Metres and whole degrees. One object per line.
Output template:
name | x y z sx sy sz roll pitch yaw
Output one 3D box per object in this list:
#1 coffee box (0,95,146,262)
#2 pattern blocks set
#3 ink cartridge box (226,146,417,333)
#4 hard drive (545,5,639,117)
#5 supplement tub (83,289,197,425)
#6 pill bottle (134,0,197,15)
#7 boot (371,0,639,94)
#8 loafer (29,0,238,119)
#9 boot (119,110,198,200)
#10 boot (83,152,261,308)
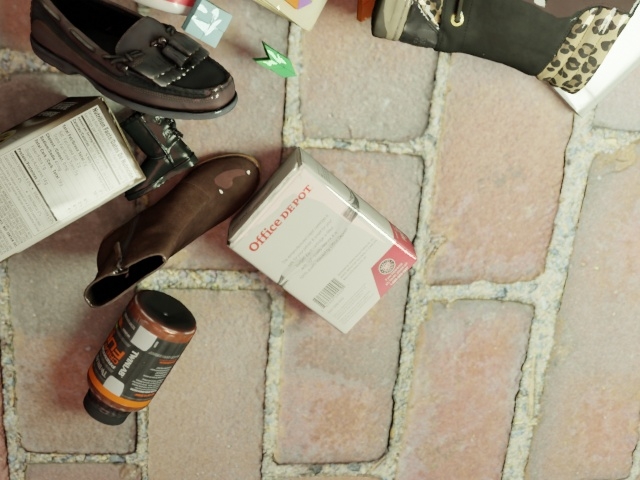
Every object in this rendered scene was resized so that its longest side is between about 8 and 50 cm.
coffee box | -0.386 -0.058 1.018 0.297 0.168 0.118 -34 112 -22
pattern blocks set | -0.019 -0.358 1.002 0.286 0.026 0.324 12 110 -32
ink cartridge box | 0.000 0.000 1.168 0.218 0.092 0.158 38 105 -18
hard drive | 0.389 -0.338 1.083 0.203 0.040 0.307 41 105 -17
supplement tub | -0.269 0.175 1.216 0.106 0.106 0.197 30 107 -14
pill bottle | -0.171 -0.371 1.001 0.108 0.108 0.180 15 110 -9
boot | 0.247 -0.370 0.971 0.284 0.138 0.377 21 112 -5
loafer | -0.232 -0.230 0.987 0.303 0.109 0.095 24 136 22
boot | -0.236 -0.123 1.131 0.121 0.045 0.099 -32 113 2
boot | -0.185 -0.012 1.090 0.249 0.207 0.090 -30 111 8
